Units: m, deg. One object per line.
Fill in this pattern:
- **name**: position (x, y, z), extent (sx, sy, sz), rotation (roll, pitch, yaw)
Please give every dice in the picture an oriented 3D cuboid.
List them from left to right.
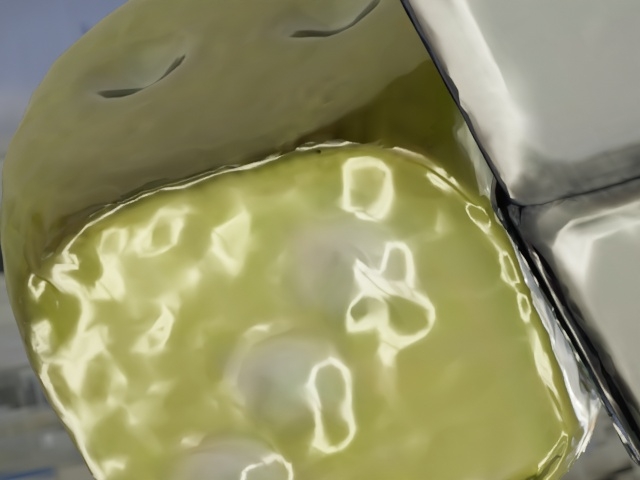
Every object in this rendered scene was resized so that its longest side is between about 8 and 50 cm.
- **dice**: position (0.000, 0.000, 0.966), extent (0.233, 0.227, 0.238), rotation (-13, 121, 18)

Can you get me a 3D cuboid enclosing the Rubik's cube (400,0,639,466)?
- **Rubik's cube**: position (0.194, -0.196, 0.537), extent (0.362, 0.363, 0.359), rotation (-19, 123, 26)
